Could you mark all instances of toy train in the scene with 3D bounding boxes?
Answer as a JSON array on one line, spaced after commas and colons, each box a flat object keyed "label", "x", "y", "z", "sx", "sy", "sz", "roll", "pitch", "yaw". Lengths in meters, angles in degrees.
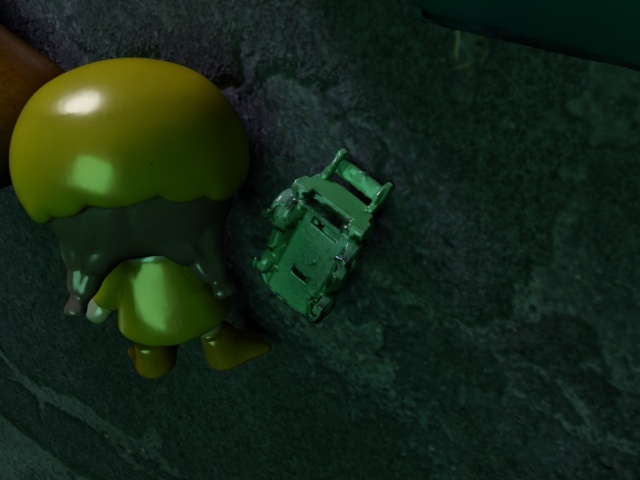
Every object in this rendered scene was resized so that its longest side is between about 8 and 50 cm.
[{"label": "toy train", "x": 0.000, "y": 0.000, "z": 0.768, "sx": 0.099, "sy": 0.081, "sz": 0.149, "roll": 37, "pitch": 136, "yaw": 13}]

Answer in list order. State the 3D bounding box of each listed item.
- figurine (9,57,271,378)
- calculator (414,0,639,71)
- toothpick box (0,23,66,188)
[{"label": "figurine", "x": -0.158, "y": -0.011, "z": 0.811, "sx": 0.187, "sy": 0.215, "sz": 0.343, "roll": -114, "pitch": 9, "yaw": -55}, {"label": "calculator", "x": 0.177, "y": -0.214, "z": 0.453, "sx": 0.248, "sy": 0.058, "sz": 0.274, "roll": 15, "pitch": 144, "yaw": 12}, {"label": "toothpick box", "x": -0.396, "y": -0.203, "z": 0.872, "sx": 0.294, "sy": 0.192, "sz": 0.192, "roll": 47, "pitch": 133, "yaw": -4}]
